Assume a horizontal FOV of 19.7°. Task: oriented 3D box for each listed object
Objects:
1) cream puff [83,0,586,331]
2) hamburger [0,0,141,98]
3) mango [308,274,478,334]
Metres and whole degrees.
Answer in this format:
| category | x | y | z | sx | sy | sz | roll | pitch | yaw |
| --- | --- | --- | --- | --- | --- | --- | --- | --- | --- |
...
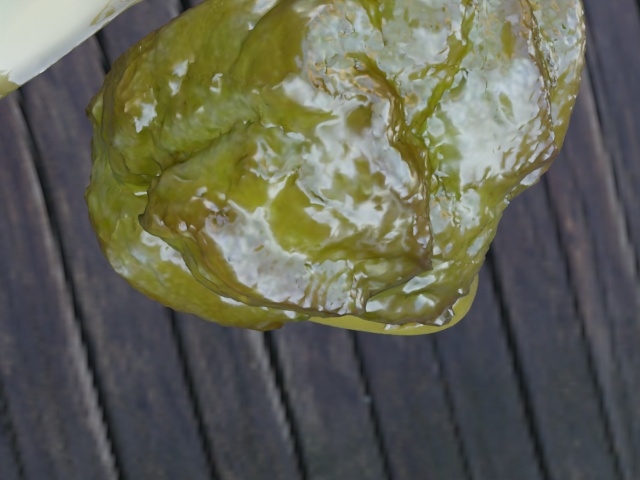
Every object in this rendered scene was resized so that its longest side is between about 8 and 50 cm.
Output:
| category | x | y | z | sx | sy | sz | roll | pitch | yaw |
| --- | --- | --- | --- | --- | --- | --- | --- | --- | --- |
| cream puff | 0.006 | -0.056 | 0.877 | 0.244 | 0.244 | 0.196 | 2 | 80 | -28 |
| hamburger | -0.119 | -0.134 | 0.566 | 0.237 | 0.237 | 0.149 | -45 | 113 | -23 |
| mango | 0.000 | 0.000 | 1.402 | 0.262 | 0.167 | 0.130 | 22 | 84 | -6 |
